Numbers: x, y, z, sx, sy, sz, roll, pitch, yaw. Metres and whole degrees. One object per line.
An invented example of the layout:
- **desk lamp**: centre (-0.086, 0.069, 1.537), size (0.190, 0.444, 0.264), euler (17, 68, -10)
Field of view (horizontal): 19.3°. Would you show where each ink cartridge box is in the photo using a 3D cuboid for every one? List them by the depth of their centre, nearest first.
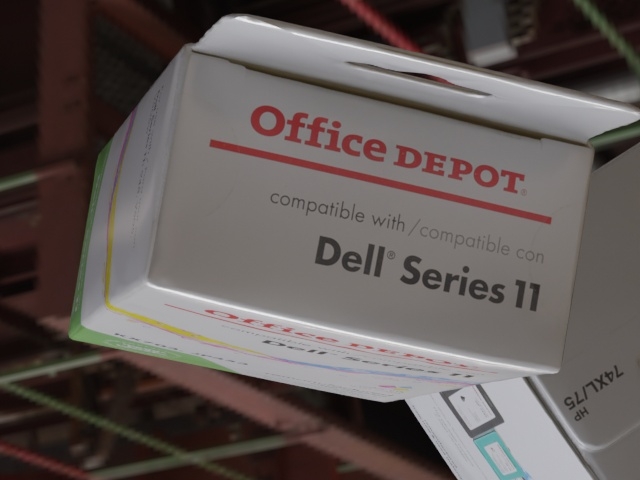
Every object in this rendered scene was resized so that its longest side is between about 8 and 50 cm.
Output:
- **ink cartridge box**: centre (0.000, 0.000, 0.948), size (0.353, 0.207, 0.119), euler (150, 131, -74)
- **ink cartridge box**: centre (0.191, 0.077, 1.336), size (0.197, 0.198, 0.270), euler (56, 163, 7)
